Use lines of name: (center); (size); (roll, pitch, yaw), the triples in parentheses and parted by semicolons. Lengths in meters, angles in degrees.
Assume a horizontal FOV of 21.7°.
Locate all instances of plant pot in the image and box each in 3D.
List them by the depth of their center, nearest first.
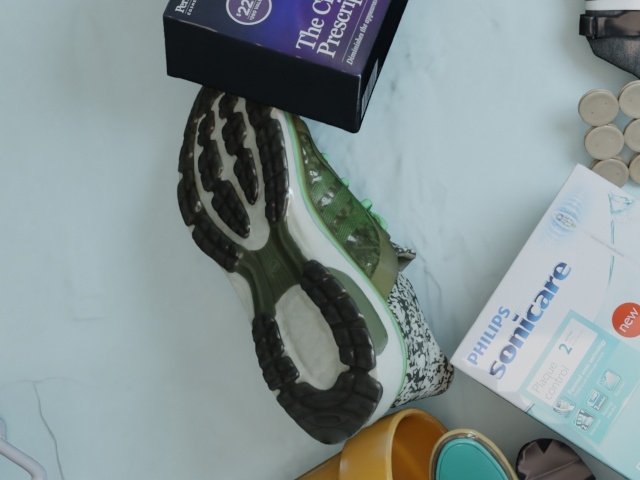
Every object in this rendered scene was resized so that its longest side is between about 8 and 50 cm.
plant pot: (0.036, 0.281, 1.543); (0.188, 0.205, 0.205); (-23, 90, 24)

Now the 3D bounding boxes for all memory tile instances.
memory tile: (0.316, -0.103, 1.538); (0.148, 0.012, 0.113); (-12, 122, 7)

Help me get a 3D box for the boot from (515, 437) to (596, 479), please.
boot: (0.252, 0.277, 1.542); (0.082, 0.106, 0.219); (-30, 86, -3)

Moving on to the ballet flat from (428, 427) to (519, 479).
ballet flat: (0.156, 0.250, 1.503); (0.080, 0.073, 0.232); (-17, 115, 15)

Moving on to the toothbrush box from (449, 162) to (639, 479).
toothbrush box: (0.298, 0.102, 1.489); (0.295, 0.126, 0.216); (34, 89, 14)

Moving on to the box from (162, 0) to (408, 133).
box: (-0.011, -0.250, 1.500); (0.184, 0.103, 0.261); (16, 63, 9)

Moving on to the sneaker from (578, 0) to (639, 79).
sneaker: (0.346, -0.195, 1.530); (0.217, 0.079, 0.121); (10, 105, 8)

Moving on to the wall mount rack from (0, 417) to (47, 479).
wall mount rack: (-0.392, 0.294, 1.546); (0.130, 0.350, 0.304); (39, 82, -21)

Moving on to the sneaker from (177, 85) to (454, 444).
sneaker: (0.000, 0.000, 1.555); (0.158, 0.182, 0.410); (-38, 62, 34)
